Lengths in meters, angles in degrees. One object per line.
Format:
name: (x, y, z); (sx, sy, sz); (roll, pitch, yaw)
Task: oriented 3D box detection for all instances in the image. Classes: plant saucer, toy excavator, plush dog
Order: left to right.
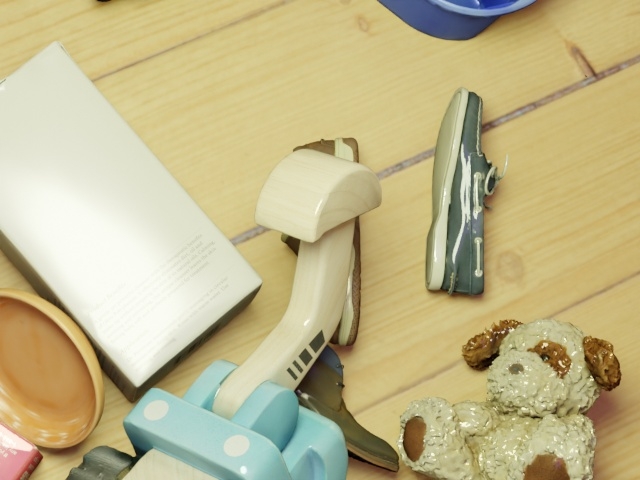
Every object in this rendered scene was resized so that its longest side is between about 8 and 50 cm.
plant saucer: (-0.319, 0.139, 1.659); (0.200, 0.200, 0.037); (46, 40, 3)
toy excavator: (-0.066, 0.180, 1.598); (0.222, 0.433, 0.445); (18, 53, 31)
plush dog: (0.253, 0.200, 1.728); (0.210, 0.262, 0.225); (30, 75, -44)

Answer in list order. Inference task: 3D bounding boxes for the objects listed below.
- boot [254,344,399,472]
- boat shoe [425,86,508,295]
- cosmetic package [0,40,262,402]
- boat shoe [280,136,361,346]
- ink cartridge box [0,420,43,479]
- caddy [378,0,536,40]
boot: (0.016, 0.181, 1.744); (0.219, 0.082, 0.106); (31, 77, 0)
boat shoe: (0.179, -0.059, 1.816); (0.079, 0.095, 0.254); (8, 78, -6)
cosmetic package: (-0.259, -0.019, 1.705); (0.197, 0.155, 0.365); (-39, 86, -15)
boat shoe: (0.000, 0.003, 1.783); (0.095, 0.095, 0.257); (-1, 70, 1)
ink cartridge box: (-0.469, 0.291, 1.621); (0.207, 0.117, 0.283); (35, 74, -1)
caddy: (0.146, -0.410, 1.845); (0.341, 0.179, 0.241); (38, 74, 1)
